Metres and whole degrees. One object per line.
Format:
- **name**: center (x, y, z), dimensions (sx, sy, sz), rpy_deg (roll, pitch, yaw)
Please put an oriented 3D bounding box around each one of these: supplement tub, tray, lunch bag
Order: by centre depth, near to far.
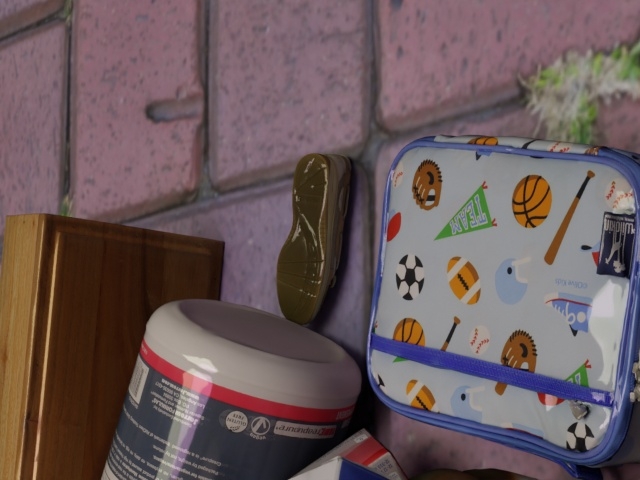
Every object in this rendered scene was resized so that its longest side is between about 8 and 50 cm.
- **lunch bag**: center (0.163, 0.047, 1.468), dimensions (0.303, 0.115, 0.243), rpy_deg (12, 94, 53)
- **supplement tub**: center (-0.089, 0.203, 1.682), dimensions (0.191, 0.191, 0.272), rpy_deg (29, 106, 50)
- **tray**: center (-0.205, 0.192, 1.818), dimensions (0.076, 0.202, 0.411), rpy_deg (-4, 80, 50)

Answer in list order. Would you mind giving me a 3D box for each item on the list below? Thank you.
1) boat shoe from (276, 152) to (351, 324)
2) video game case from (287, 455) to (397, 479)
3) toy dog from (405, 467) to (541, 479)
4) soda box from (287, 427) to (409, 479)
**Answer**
- **boat shoe**: center (-0.001, -0.001, 1.741), dimensions (0.056, 0.048, 0.153), rpy_deg (10, 97, 39)
- **video game case**: center (-0.053, 0.303, 1.328), dimensions (0.244, 0.061, 0.270), rpy_deg (-29, 42, 51)
- **toy dog**: center (0.084, 0.354, 1.343), dimensions (0.395, 0.284, 0.408), rpy_deg (136, 153, -74)
- **soda box**: center (-0.040, 0.263, 1.559), dimensions (0.263, 0.092, 0.083), rpy_deg (-34, 14, -7)
